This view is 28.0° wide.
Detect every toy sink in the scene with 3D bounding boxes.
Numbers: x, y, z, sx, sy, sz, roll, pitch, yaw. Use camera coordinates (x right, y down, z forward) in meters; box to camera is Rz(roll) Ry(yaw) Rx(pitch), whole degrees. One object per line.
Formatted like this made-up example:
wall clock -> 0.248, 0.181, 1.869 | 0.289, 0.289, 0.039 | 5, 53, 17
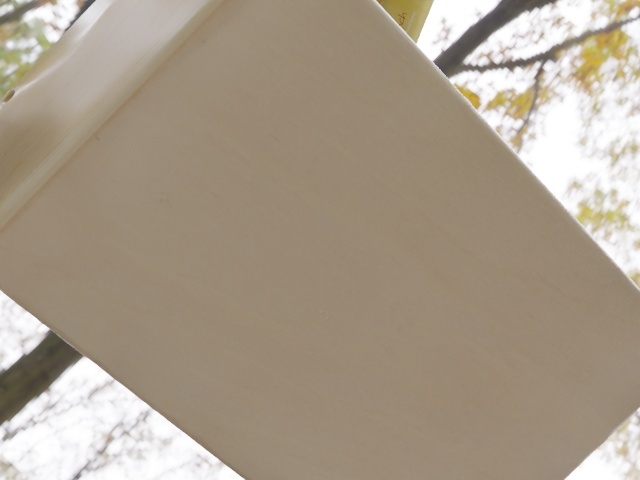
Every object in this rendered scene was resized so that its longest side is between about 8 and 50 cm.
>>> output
toy sink -> 0.000, 0.000, 0.502 | 0.153, 0.131, 0.234 | -45, -63, 6

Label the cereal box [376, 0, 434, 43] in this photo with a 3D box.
cereal box -> -0.006, -0.151, 1.033 | 0.047, 0.173, 0.240 | 26, -8, -28
